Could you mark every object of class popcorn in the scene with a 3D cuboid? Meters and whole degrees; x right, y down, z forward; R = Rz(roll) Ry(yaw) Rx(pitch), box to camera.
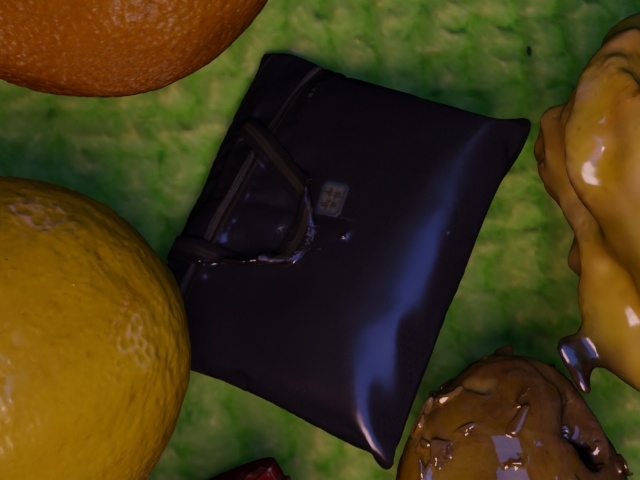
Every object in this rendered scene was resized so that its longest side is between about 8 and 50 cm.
[{"bbox_3d":[0.265,-0.002,0.811,0.281,0.316,0.297,-37,77,-5],"label":"popcorn"}]

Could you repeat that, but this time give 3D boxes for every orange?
[{"bbox_3d":[-0.137,-0.213,0.788,0.264,0.264,0.264,2,81,-12],"label":"orange"}]

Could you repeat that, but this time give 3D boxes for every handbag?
[{"bbox_3d":[0.000,0.000,0.847,0.211,0.088,0.254,19,74,19],"label":"handbag"}]

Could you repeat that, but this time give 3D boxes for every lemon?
[{"bbox_3d":[-0.189,0.071,0.744,0.219,0.240,0.240,-33,90,-40],"label":"lemon"}]

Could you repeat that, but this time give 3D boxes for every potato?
[{"bbox_3d":[0.124,0.219,0.809,0.173,0.140,0.300,-2,102,-13],"label":"potato"}]

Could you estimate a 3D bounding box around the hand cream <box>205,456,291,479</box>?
[{"bbox_3d":[-0.082,0.227,0.761,0.193,0.193,0.125,-28,90,-15],"label":"hand cream"}]
